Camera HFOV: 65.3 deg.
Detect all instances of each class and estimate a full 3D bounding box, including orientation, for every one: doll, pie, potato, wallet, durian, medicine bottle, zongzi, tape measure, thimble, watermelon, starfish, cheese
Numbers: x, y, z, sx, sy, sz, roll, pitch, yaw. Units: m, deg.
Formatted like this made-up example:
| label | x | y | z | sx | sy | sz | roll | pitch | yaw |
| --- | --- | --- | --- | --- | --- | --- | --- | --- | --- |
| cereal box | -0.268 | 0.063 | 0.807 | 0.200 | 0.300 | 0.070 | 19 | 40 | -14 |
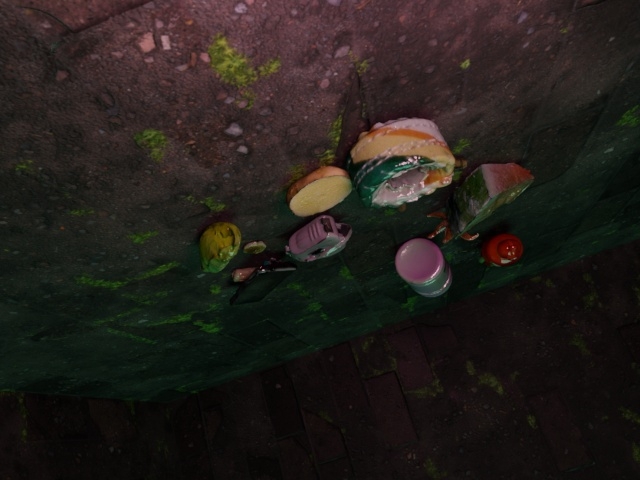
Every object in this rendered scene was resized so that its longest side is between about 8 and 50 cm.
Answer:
| label | x | y | z | sx | sy | sz | roll | pitch | yaw |
| --- | --- | --- | --- | --- | --- | --- | --- | --- | --- |
| doll | 0.882 | 0.045 | 2.427 | 0.183 | 0.160 | 0.363 | -16 | 176 | 1 |
| pie | -0.232 | 0.027 | 1.759 | 0.085 | 0.019 | 0.084 | -15 | 157 | -6 |
| potato | -0.009 | -0.153 | 1.447 | 0.201 | 0.081 | 0.164 | -25 | 149 | 9 |
| wallet | -0.235 | 0.171 | 1.946 | 0.173 | 0.045 | 0.318 | -6 | 155 | -37 |
| durian | -0.304 | 0.016 | 1.531 | 0.101 | 0.139 | 0.250 | -6 | 156 | -40 |
| medicine bottle | 0.476 | 0.130 | 2.275 | 0.212 | 0.211 | 0.325 | -25 | 155 | 15 |
| zongzi | 0.426 | -0.241 | 1.627 | 0.076 | 0.040 | 0.083 | -8 | 168 | -38 |
| tape measure | 0.000 | 0.000 | 1.753 | 0.197 | 0.120 | 0.236 | 4 | 153 | -46 |
| thimble | 0.222 | -0.210 | 1.373 | 0.289 | 0.167 | 0.254 | -11 | 157 | -14 |
| watermelon | 0.579 | -0.164 | 1.807 | 0.302 | 0.151 | 0.264 | -26 | 160 | -29 |
| starfish | 0.512 | -0.065 | 1.909 | 0.238 | 0.213 | 0.057 | -30 | 136 | -5 |
| cheese | -0.249 | 0.129 | 1.951 | 0.194 | 0.043 | 0.065 | -2 | 155 | -32 |

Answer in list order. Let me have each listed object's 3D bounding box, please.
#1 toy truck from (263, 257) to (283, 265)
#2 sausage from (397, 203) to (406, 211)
| label | x | y | z | sx | sy | sz | roll | pitch | yaw |
| --- | --- | --- | --- | --- | --- | --- | --- | --- | --- |
| toy truck | -0.181 | 0.095 | 1.932 | 0.044 | 0.039 | 0.083 | -23 | 159 | 25 |
| sausage | 0.286 | -0.130 | 1.773 | 0.034 | 0.034 | 0.083 | -20 | 156 | 4 |
